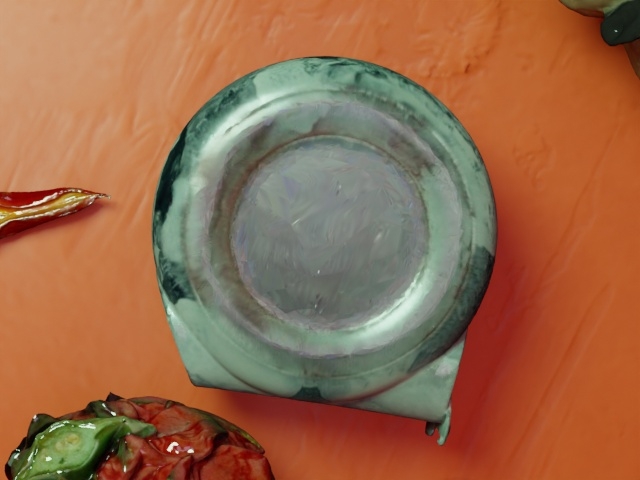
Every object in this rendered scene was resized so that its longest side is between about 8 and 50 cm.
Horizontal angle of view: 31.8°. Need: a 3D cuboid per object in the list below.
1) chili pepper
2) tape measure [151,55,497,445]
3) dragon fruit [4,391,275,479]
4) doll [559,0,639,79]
[{"bbox_3d":[-0.253,-0.021,0.877,0.178,0.027,0.045,-14,96,-7],"label":"chili pepper"},{"bbox_3d":[0.000,0.000,0.853,0.256,0.147,0.275,10,93,-5],"label":"tape measure"},{"bbox_3d":[-0.124,0.240,0.820,0.234,0.234,0.293,-14,128,-7],"label":"dragon fruit"},{"bbox_3d":[0.298,-0.221,0.847,0.247,0.247,0.349,-41,83,-6],"label":"doll"}]
